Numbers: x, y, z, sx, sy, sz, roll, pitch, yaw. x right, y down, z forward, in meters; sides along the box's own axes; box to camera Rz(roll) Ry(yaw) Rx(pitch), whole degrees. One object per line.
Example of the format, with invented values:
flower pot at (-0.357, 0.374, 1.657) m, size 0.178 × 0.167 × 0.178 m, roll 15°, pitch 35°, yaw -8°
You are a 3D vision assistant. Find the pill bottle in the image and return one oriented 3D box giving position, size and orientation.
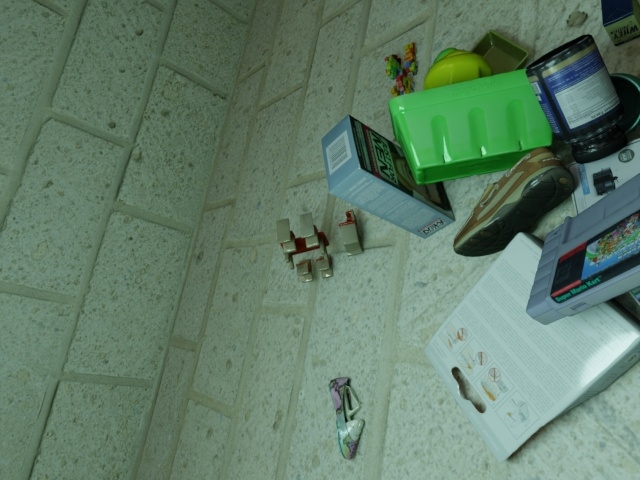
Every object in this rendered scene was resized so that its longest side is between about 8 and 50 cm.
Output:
pill bottle at (0.500, -0.266, 0.843) m, size 0.122 × 0.219 × 0.123 m, roll -30°, pitch 11°, yaw 7°

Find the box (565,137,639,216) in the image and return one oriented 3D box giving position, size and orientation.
box at (0.639, -0.112, 0.813) m, size 0.289 × 0.087 × 0.169 m, roll -20°, pitch 59°, yaw 45°

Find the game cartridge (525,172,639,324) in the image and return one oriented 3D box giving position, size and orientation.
game cartridge at (0.480, -0.017, 0.684) m, size 0.230 × 0.068 × 0.355 m, roll -48°, pitch -5°, yaw -36°

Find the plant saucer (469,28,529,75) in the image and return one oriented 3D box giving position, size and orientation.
plant saucer at (0.471, -0.473, 1.231) m, size 0.188 × 0.045 × 0.188 m, roll -49°, pitch 42°, yaw 24°

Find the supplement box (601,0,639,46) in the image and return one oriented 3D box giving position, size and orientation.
supplement box at (0.669, -0.498, 0.967) m, size 0.056 × 0.083 × 0.083 m, roll -12°, pitch 64°, yaw 48°

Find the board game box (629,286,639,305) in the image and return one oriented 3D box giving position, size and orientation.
board game box at (0.576, 0.095, 0.777) m, size 0.026 × 0.103 × 0.154 m, roll -44°, pitch 43°, yaw 29°

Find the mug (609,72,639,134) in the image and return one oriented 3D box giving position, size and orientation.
mug at (0.602, -0.270, 0.915) m, size 0.129 × 0.097 × 0.158 m, roll 49°, pitch 137°, yaw 21°

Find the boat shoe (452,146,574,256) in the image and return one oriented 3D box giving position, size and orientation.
boat shoe at (0.427, -0.079, 1.001) m, size 0.324 × 0.122 × 0.120 m, roll 128°, pitch 148°, yaw -47°

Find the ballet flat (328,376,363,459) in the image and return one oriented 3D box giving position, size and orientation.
ballet flat at (0.078, 0.493, 1.232) m, size 0.079 × 0.077 × 0.222 m, roll -25°, pitch 51°, yaw 18°

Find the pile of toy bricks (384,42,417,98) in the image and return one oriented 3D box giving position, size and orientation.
pile of toy bricks at (0.260, -0.591, 1.498) m, size 0.118 × 0.105 × 0.212 m, roll -12°, pitch 63°, yaw 48°

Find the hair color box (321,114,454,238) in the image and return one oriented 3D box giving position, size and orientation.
hair color box at (0.183, -0.157, 1.157) m, size 0.113 × 0.374 × 0.186 m, roll -35°, pitch 48°, yaw 36°

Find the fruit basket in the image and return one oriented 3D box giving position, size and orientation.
fruit basket at (0.352, -0.344, 1.063) m, size 0.391 × 0.283 × 0.392 m, roll -2°, pitch 83°, yaw 13°

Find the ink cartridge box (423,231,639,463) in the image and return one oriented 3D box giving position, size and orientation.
ink cartridge box at (0.429, 0.223, 0.931) m, size 0.385 × 0.091 × 0.308 m, roll -60°, pitch 38°, yaw 25°

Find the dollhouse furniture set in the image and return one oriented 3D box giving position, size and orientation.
dollhouse furniture set at (0.000, 0.000, 1.437) m, size 0.259 × 0.262 × 0.135 m, roll -14°, pitch 54°, yaw 8°
